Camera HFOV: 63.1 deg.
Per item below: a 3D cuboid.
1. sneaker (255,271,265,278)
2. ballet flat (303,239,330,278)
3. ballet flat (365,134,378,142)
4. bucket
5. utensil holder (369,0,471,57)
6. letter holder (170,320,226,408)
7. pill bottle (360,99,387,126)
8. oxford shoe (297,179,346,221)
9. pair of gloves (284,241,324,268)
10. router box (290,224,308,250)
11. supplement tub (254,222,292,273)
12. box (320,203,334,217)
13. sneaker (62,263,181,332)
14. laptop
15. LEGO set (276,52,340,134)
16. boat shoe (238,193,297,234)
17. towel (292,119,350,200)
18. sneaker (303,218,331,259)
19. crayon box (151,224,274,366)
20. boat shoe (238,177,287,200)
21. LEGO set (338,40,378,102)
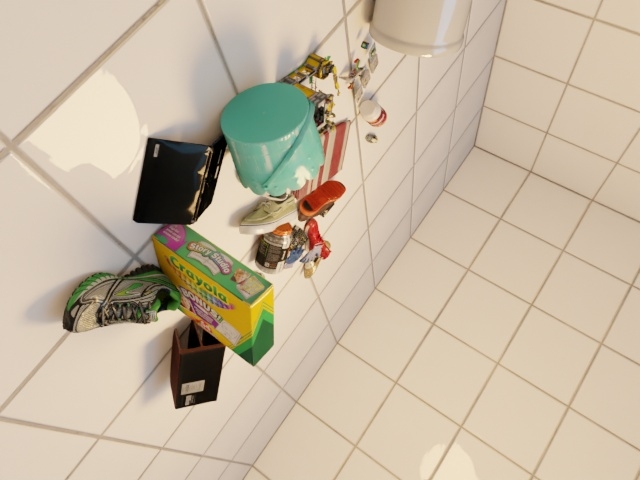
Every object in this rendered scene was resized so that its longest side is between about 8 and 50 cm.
[{"bbox_3d":[-0.273,0.181,2.042,0.135,0.052,0.058,-65,150,-6],"label":"sneaker"},{"bbox_3d":[-0.030,0.081,2.451,0.067,0.073,0.206,41,77,-42],"label":"ballet flat"},{"bbox_3d":[0.238,-0.454,2.348,0.114,0.041,0.041,-15,132,-62],"label":"ballet flat"},{"bbox_3d":[-0.129,-0.281,1.419,0.281,0.281,0.183,-50,150,-23],"label":"bucket"},{"bbox_3d":[0.341,-0.840,1.667,0.327,0.327,0.386,-42,151,-38],"label":"utensil holder"},{"bbox_3d":[-0.447,0.401,1.828,0.151,0.214,0.302,-5,131,-26],"label":"letter holder"},{"bbox_3d":[0.214,-0.522,2.134,0.086,0.086,0.152,-63,159,9],"label":"pill bottle"},{"bbox_3d":[0.000,-0.165,2.151,0.271,0.097,0.098,-33,165,-37],"label":"oxford shoe"},{"bbox_3d":[-0.078,0.063,2.219,0.198,0.023,0.159,-12,151,-32],"label":"pair of gloves"},{"bbox_3d":[-0.104,0.000,2.181,0.092,0.038,0.122,-55,159,-11],"label":"router box"},{"bbox_3d":[-0.172,0.021,1.945,0.117,0.117,0.191,-31,146,-52],"label":"supplement tub"},{"bbox_3d":[0.016,-0.153,2.229,0.083,0.052,0.062,-51,159,-22],"label":"box"},{"bbox_3d":[-0.498,0.157,1.340,0.343,0.146,0.134,-22,138,-57],"label":"sneaker"},{"bbox_3d":[-0.363,-0.175,1.387,0.264,0.136,0.235,-76,-174,-64],"label":"laptop"},{"bbox_3d":[-0.006,-0.398,1.644,0.255,0.192,0.332,-40,153,-41],"label":"LEGO set"},{"bbox_3d":[-0.184,-0.094,1.817,0.302,0.109,0.094,-31,122,-58],"label":"boat shoe"},{"bbox_3d":[0.006,-0.317,2.011,0.329,0.037,0.237,-40,150,-45],"label":"towel"},{"bbox_3d":[0.000,0.000,2.294,0.087,0.128,0.221,-49,157,-26],"label":"sneaker"},{"bbox_3d":[-0.298,0.152,1.480,0.106,0.362,0.313,-44,155,-33],"label":"crayon box"},{"bbox_3d":[-0.175,-0.190,1.692,0.095,0.084,0.258,-61,160,5],"label":"boat shoe"},{"bbox_3d":[0.145,-0.632,1.910,0.183,0.060,0.244,-63,168,0],"label":"LEGO set"}]
